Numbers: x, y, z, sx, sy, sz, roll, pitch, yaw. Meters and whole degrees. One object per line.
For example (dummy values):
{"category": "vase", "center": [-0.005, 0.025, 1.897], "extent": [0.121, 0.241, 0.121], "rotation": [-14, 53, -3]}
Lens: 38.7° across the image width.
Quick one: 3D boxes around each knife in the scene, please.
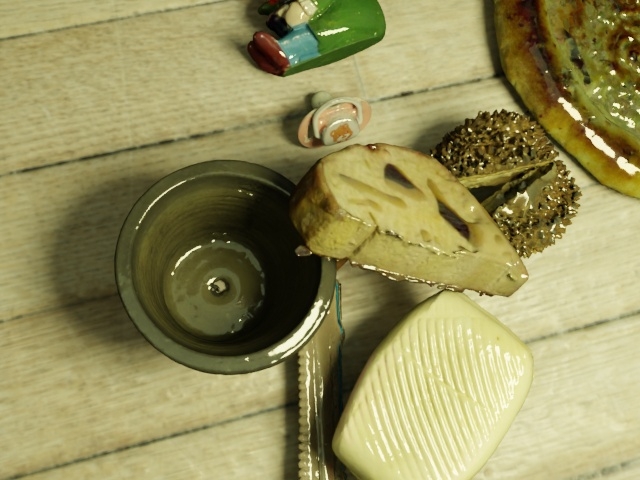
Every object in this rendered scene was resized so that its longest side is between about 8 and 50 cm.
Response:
{"category": "knife", "center": [0.005, 0.216, 1.067], "extent": [0.089, 0.043, 0.365], "rotation": [8, 72, -41]}

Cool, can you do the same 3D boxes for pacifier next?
{"category": "pacifier", "center": [0.012, -0.159, 1.131], "extent": [0.099, 0.081, 0.078], "rotation": [-18, 54, -12]}

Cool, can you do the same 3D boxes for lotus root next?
{"category": "lotus root", "center": [0.091, -0.030, 0.996], "extent": [0.261, 0.074, 0.170], "rotation": [9, 46, -25]}

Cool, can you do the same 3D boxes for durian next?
{"category": "durian", "center": [0.226, -0.072, 1.112], "extent": [0.196, 0.167, 0.196], "rotation": [1, 89, -33]}

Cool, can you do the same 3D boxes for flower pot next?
{"category": "flower pot", "center": [-0.108, 0.041, 1.025], "extent": [0.235, 0.148, 0.235], "rotation": [2, 76, -9]}

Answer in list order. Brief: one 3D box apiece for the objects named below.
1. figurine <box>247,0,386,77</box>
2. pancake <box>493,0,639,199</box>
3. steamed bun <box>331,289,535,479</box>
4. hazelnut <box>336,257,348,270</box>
{"category": "figurine", "center": [-0.030, -0.334, 1.137], "extent": [0.185, 0.127, 0.234], "rotation": [-22, 93, -5]}
{"category": "pancake", "center": [0.383, -0.249, 1.205], "extent": [0.305, 0.067, 0.426], "rotation": [-8, 78, -12]}
{"category": "steamed bun", "center": [0.127, 0.182, 1.039], "extent": [0.170, 0.152, 0.238], "rotation": [36, 86, 8]}
{"category": "hazelnut", "center": [0.000, 0.000, 1.090], "extent": [0.086, 0.086, 0.086], "rotation": [2, 78, -9]}
